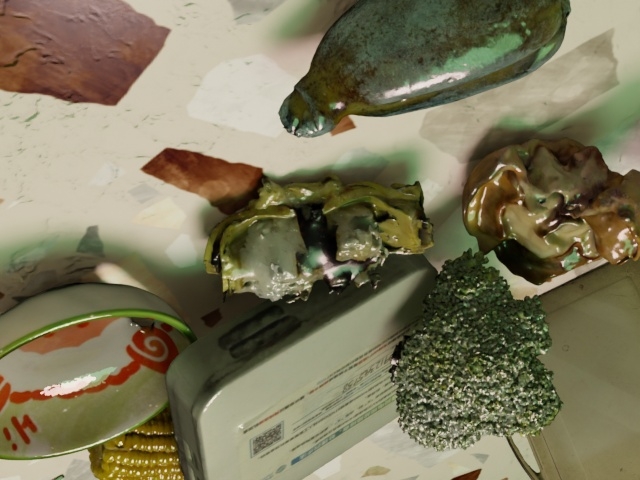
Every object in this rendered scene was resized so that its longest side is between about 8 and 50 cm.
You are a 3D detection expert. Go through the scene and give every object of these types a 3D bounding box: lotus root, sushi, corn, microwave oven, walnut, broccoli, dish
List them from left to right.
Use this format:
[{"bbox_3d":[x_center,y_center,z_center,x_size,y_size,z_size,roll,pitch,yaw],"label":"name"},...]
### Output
[{"bbox_3d":[-0.328,0.145,1.540,0.324,0.124,0.324,-19,148,-13],"label":"dish"},{"bbox_3d":[-0.187,0.306,1.836,0.344,0.131,0.131,0,142,-30],"label":"corn"},{"bbox_3d":[-0.002,-0.006,1.477,0.291,0.131,0.139,-8,148,-2],"label":"sushi"},{"bbox_3d":[0.098,-0.208,1.233,0.322,0.140,0.158,-19,172,11],"label":"lotus root"},{"bbox_3d":[0.221,0.169,1.673,0.221,0.252,0.361,-9,164,12],"label":"broccoli"},{"bbox_3d":[0.309,-0.045,1.551,0.238,0.141,0.204,20,141,13],"label":"walnut"},{"bbox_3d":[0.474,0.278,1.876,0.333,0.394,0.247,-27,146,12],"label":"microwave oven"}]

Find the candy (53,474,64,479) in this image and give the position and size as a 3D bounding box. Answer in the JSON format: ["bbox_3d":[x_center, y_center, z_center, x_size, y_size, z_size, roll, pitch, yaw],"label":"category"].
[{"bbox_3d":[-0.491,0.434,1.953,0.184,0.049,0.055,-34,174,11],"label":"candy"}]

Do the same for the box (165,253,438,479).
[{"bbox_3d":[-0.020,0.202,1.680,0.396,0.111,0.396,-28,147,-22],"label":"box"}]
